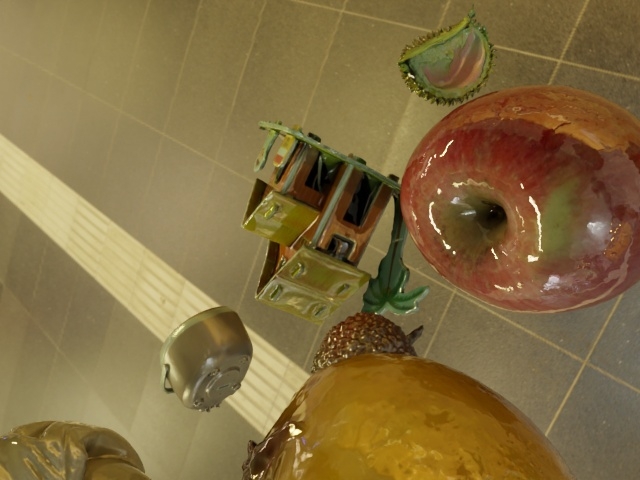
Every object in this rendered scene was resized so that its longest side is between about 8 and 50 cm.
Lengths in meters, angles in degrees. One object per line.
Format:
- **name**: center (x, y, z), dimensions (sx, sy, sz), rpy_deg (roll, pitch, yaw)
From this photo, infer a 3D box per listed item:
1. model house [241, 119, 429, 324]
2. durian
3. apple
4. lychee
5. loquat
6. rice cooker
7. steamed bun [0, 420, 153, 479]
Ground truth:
- **model house**: center (0.000, 0.000, 0.920), dimensions (0.323, 0.301, 0.340), rpy_deg (-64, 26, 6)
- **durian**: center (0.219, -0.308, 0.921), dimensions (0.137, 0.221, 0.095), rpy_deg (57, 160, -17)
- **apple**: center (0.296, -0.061, 0.733), dimensions (0.345, 0.270, 0.344), rpy_deg (28, 130, 40)
- **lychee**: center (0.076, 0.188, 0.784), dimensions (0.165, 0.198, 0.165), rpy_deg (49, 152, 38)
- **loquat**: center (0.078, 0.268, 0.411), dimensions (0.360, 0.328, 0.328), rpy_deg (27, 108, -4)
- **rice cooker**: center (-0.196, 0.205, 0.905), dimensions (0.127, 0.145, 0.206), rpy_deg (47, 132, 31)
- **steamed bun**: center (-0.404, 0.460, 0.748), dimensions (0.342, 0.368, 0.255), rpy_deg (51, 153, 5)
